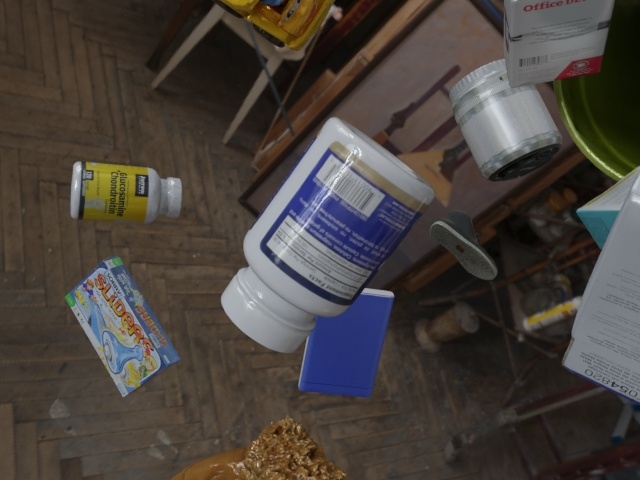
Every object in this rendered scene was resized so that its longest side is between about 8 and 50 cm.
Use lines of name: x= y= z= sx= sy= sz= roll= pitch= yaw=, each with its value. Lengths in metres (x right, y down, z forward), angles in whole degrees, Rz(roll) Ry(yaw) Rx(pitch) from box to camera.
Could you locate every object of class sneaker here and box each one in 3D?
sneaker: x=0.421 y=0.004 z=1.783 sx=0.222 sy=0.083 sz=0.118 roll=44 pitch=50 yaw=8

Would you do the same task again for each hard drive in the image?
hard drive: x=0.068 y=0.281 z=1.777 sx=0.210 sy=0.318 sz=0.040 roll=8 pitch=19 yaw=-8

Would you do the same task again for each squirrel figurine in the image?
squirrel figurine: x=-0.133 y=0.495 z=1.090 sx=0.281 sy=0.397 sz=0.370 roll=45 pitch=4 yaw=3

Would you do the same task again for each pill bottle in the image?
pill bottle: x=0.000 y=0.000 z=0.551 sx=0.112 sy=0.186 sz=0.112 roll=35 pitch=13 yaw=-9
pill bottle: x=-0.347 y=-0.083 z=1.146 sx=0.184 sy=0.103 sz=0.103 roll=3 pitch=62 yaw=-23

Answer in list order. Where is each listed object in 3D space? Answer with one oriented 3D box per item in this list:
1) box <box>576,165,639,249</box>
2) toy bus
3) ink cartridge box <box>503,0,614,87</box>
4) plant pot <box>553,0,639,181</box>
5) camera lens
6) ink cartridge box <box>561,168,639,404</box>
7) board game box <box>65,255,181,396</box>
box: x=0.376 y=-0.034 z=0.660 sx=0.101 sy=0.244 sz=0.060 roll=-35 pitch=96 yaw=-3
toy bus: x=-0.107 y=-0.418 z=1.004 sx=0.220 sy=0.149 sz=0.211 roll=39 pitch=16 yaw=8
ink cartridge box: x=0.274 y=-0.257 z=0.749 sx=0.150 sy=0.109 sz=0.063 roll=61 pitch=25 yaw=-60
plant pot: x=0.572 y=-0.244 z=0.896 sx=0.353 sy=0.366 sz=0.366 roll=-9 pitch=70 yaw=-50
camera lens: x=0.487 y=-0.309 z=1.694 sx=0.219 sy=0.219 sz=0.274 roll=-12 pitch=74 yaw=-42
ink cartridge box: x=0.285 y=0.066 z=0.408 sx=0.223 sy=0.224 sz=0.045 roll=25 pitch=61 yaw=23
board game box: x=-0.331 y=0.144 z=1.065 sx=0.201 sy=0.136 sz=0.035 roll=57 pitch=32 yaw=6
